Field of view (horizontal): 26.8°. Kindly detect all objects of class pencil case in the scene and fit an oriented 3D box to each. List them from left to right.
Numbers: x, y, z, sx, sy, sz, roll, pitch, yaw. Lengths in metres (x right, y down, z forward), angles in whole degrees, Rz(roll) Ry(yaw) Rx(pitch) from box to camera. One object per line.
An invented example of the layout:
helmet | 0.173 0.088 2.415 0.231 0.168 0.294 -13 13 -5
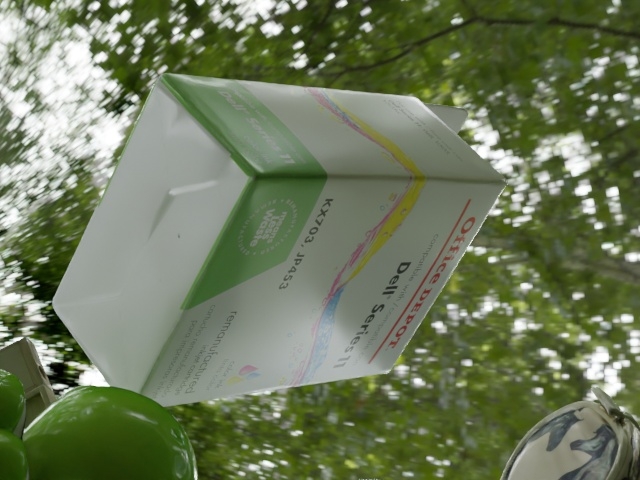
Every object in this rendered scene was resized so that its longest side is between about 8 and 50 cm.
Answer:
pencil case | 0.349 0.330 1.297 0.410 0.160 0.183 44 -94 -15

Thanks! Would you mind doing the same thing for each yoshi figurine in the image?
yoshi figurine | -0.176 0.194 0.830 0.203 0.362 0.203 -35 -106 -33

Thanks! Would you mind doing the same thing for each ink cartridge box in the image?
ink cartridge box | 0.000 0.000 1.013 0.353 0.119 0.207 -3 -50 -48

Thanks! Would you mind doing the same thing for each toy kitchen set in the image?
toy kitchen set | -0.186 0.113 0.976 0.068 0.083 0.075 -28 -116 -1

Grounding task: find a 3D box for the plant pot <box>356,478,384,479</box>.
plant pot | 0.128 0.301 0.880 0.196 0.293 0.293 -3 -93 7
